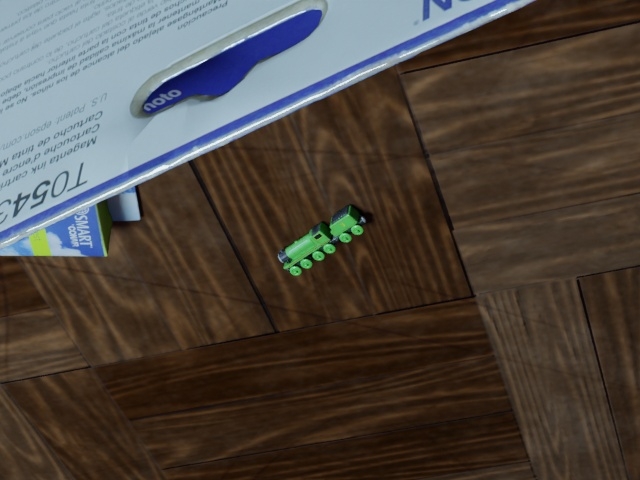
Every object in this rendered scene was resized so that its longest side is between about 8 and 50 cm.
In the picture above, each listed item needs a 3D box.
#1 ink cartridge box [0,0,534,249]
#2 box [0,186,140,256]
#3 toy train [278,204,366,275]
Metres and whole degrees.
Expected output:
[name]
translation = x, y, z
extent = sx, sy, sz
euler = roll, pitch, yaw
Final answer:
[ink cartridge box]
translation = -0.013, -0.144, 0.646
extent = 0.324, 0.330, 0.071
euler = -22, 136, 28
[box]
translation = -0.226, -0.036, 1.083
extent = 0.178, 0.042, 0.109
euler = 0, 139, 1
[toy train]
translation = 0.000, 0.000, 1.143
extent = 0.083, 0.017, 0.023
euler = -33, 119, 32
